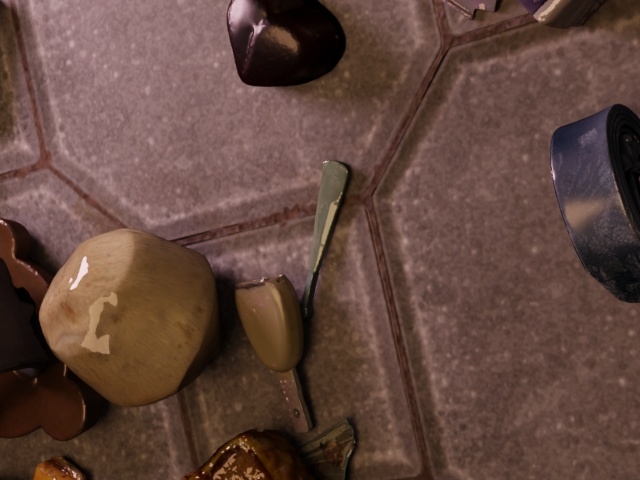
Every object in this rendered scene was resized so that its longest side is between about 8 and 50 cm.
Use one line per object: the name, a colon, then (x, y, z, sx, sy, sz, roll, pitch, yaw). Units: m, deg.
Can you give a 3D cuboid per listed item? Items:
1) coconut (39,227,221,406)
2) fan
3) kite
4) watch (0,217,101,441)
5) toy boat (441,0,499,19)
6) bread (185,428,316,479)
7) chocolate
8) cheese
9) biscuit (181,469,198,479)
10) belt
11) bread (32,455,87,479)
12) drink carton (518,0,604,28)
coconut: (-0.217, 0.097, 1.839, 0.224, 0.224, 0.224, 4, 98, 33)
fan: (0.000, 0.000, 1.784, 0.038, 0.016, 0.193, 22, 106, 32)
kite: (0.003, 0.363, 1.824, 0.314, 0.011, 0.335, 13, 105, 34)
watch: (-0.499, 0.160, 1.942, 0.335, 0.327, 0.314, -31, 78, 32)
toy boat: (0.052, -0.360, 1.659, 0.318, 0.072, 0.219, 19, 127, 31)
bread: (-0.071, 0.344, 1.793, 0.181, 0.096, 0.222, -39, 72, 18)
chocolate: (-0.061, -0.234, 1.758, 0.148, 0.080, 0.125, 49, 118, 17)
cheese: (-0.046, 0.135, 1.812, 0.097, 0.037, 0.192, -9, 98, 51)
biscuit: (-0.128, 0.423, 1.903, 0.183, 0.043, 0.280, -12, 87, 40)
belt: (0.293, -0.033, 1.513, 0.082, 0.141, 0.190, -22, 86, 34)
bread: (-0.353, 0.355, 2.034, 0.074, 0.053, 0.132, 25, 110, 31)
drink carton: (0.218, -0.339, 1.552, 0.222, 0.102, 0.134, 52, 121, 17)
